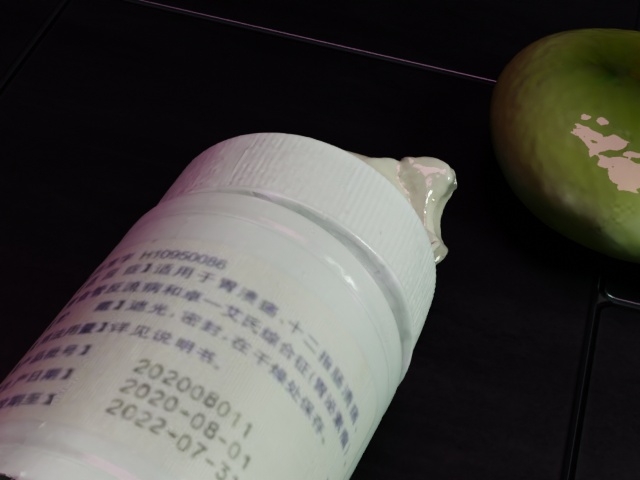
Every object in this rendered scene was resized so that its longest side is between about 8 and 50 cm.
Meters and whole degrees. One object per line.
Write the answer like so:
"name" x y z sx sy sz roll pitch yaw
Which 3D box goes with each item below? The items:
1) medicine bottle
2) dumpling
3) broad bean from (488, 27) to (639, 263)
"medicine bottle" -0.069 0.094 0.877 0.190 0.190 0.332 19 41 13
"dumpling" 0.000 0.000 1.070 0.199 0.118 0.136 -14 53 16
"broad bean" 0.254 -0.068 1.183 0.238 0.119 0.291 -15 44 -26
